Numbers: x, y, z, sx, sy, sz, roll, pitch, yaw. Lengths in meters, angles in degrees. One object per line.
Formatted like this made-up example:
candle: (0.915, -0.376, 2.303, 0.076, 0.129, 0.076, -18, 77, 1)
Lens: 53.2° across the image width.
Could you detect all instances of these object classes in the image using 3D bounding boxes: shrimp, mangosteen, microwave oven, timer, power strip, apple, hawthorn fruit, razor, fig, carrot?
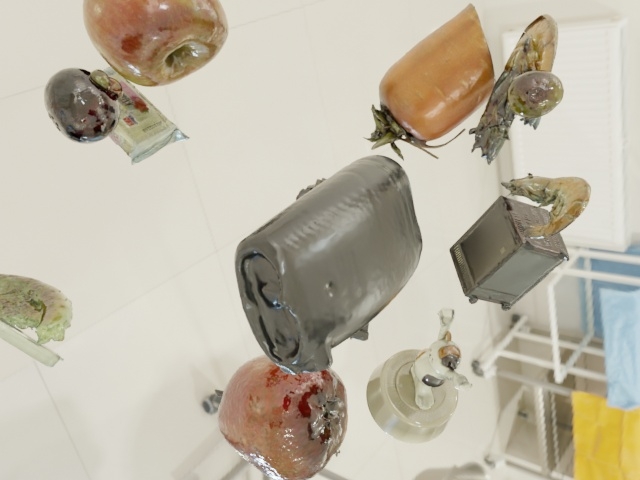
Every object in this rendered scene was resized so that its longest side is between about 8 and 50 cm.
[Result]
shrimp: (0.501, -0.083, 1.498, 0.058, 0.296, 0.169, 39, 82, -23)
mangosteen: (-0.443, -0.261, 1.213, 0.152, 0.152, 0.153, -11, 105, -46)
microwave oven: (0.490, 0.037, 1.658, 0.188, 0.247, 0.178, 16, 44, -24)
timer: (0.197, 0.242, 1.154, 0.175, 0.175, 0.266, -46, 165, -33)
power strip: (-0.575, 0.185, 1.212, 0.191, 0.047, 0.030, 38, 75, -19)
shrimp: (0.375, -0.270, 1.188, 0.075, 0.178, 0.289, 23, 106, -11)
apple: (-0.374, -0.499, 1.423, 0.301, 0.301, 0.302, -11, 105, -46)
hawthorn fruit: (-0.111, 0.374, 1.444, 0.284, 0.368, 0.285, -10, 104, -49)
razor: (0.031, 0.018, 0.870, 0.349, 0.113, 0.205, -39, 117, -49)
fig: (0.350, -0.243, 1.057, 0.084, 0.082, 0.098, -50, -177, 18)
carrot: (0.239, -0.318, 1.378, 0.214, 0.331, 0.193, 43, 22, -34)

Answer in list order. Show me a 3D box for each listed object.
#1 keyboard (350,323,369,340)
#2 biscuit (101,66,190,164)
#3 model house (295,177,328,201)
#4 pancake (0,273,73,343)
keyboard: (0.012, 0.154, 1.414, 0.309, 0.018, 0.101, 23, 68, -44)
biscuit: (-0.489, -0.314, 1.574, 0.309, 0.079, 0.186, 46, 48, 9)
model house: (0.000, 0.000, 1.994, 0.317, 0.282, 0.297, 42, 82, -12)
pancake: (-0.632, 0.126, 1.314, 0.197, 0.376, 0.054, -25, 122, -49)
